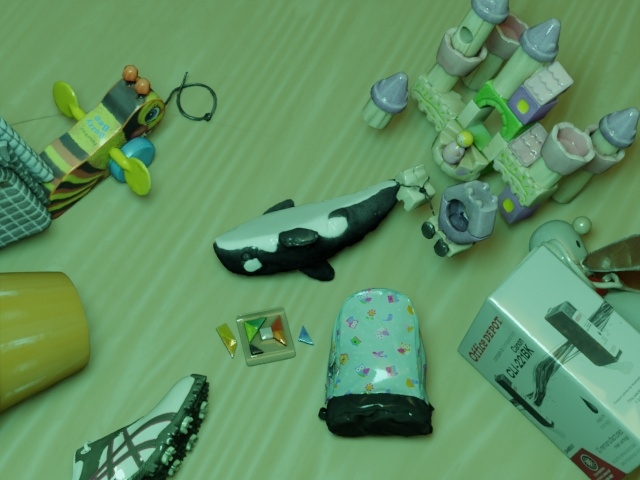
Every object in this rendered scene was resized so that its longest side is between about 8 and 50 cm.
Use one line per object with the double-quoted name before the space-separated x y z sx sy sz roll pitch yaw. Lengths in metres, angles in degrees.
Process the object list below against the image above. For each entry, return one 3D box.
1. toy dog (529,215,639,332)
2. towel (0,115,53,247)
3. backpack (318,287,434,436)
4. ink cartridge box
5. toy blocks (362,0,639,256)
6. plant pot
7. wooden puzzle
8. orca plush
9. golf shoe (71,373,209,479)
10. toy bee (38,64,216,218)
"toy dog" 0.442 0.071 1.606 0.161 0.220 0.334 -43 85 1
"towel" -0.489 -0.046 1.496 0.283 0.235 0.121 -21 65 2
"backpack" 0.077 0.155 1.561 0.151 0.115 0.182 3 62 -2
"ink cartridge box" 0.321 0.164 1.537 0.114 0.197 0.273 -40 75 -21
"toy blocks" 0.250 -0.189 1.613 0.308 0.260 0.289 -21 68 -38
"plant pot" -0.394 0.120 1.493 0.187 0.205 0.205 -15 67 -29
"wooden puzzle" -0.074 0.127 1.613 0.116 0.014 0.079 -17 68 -14
"orca plush" 0.000 0.000 1.661 0.287 0.102 0.151 -26 25 -27
"golf shoe" -0.237 0.263 1.486 0.120 0.105 0.273 27 65 15
"toy bee" -0.282 -0.167 1.647 0.195 0.162 0.298 25 65 8
